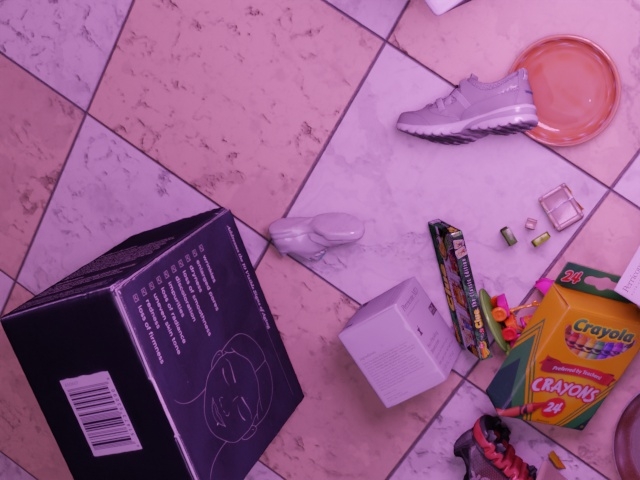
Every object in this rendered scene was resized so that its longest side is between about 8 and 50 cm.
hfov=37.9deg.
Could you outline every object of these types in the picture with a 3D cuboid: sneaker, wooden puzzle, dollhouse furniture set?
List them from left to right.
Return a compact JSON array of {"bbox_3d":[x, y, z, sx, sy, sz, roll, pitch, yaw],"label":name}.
[{"bbox_3d":[0.000,0.000,1.914,0.212,0.080,0.094,0,120,29],"label":"sneaker"},{"bbox_3d":[0.267,-0.243,1.698,0.281,0.105,0.115,-4,82,36],"label":"sneaker"},{"bbox_3d":[0.375,0.497,1.925,0.135,0.097,0.276,-35,91,28],"label":"sneaker"},{"bbox_3d":[0.416,-0.039,1.755,0.151,0.058,0.076,-33,87,9],"label":"dollhouse furniture set"},{"bbox_3d":[0.466,0.492,1.888,0.078,0.116,0.014,46,145,-11],"label":"wooden puzzle"}]

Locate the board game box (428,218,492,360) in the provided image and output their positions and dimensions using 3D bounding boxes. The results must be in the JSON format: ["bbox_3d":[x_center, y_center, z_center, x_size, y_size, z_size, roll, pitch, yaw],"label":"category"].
[{"bbox_3d":[0.269,0.093,1.803,0.030,0.136,0.260,-17,103,-6],"label":"board game box"}]

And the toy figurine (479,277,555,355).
[{"bbox_3d":[0.411,0.143,1.782,0.159,0.130,0.173,-23,110,17],"label":"toy figurine"}]

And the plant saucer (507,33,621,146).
[{"bbox_3d":[0.432,-0.268,1.658,0.199,0.037,0.200,7,111,18],"label":"plant saucer"}]

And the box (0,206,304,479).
[{"bbox_3d":[-0.310,0.248,1.892,0.297,0.472,0.480,-15,103,27],"label":"box"}]

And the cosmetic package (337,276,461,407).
[{"bbox_3d":[0.161,0.203,1.871,0.151,0.151,0.184,-31,97,27],"label":"cosmetic package"}]

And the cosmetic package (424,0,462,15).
[{"bbox_3d":[0.232,-0.616,1.444,0.327,0.329,0.394,-34,95,29],"label":"cosmetic package"}]

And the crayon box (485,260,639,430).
[{"bbox_3d":[0.472,0.203,1.735,0.202,0.081,0.319,13,119,-21],"label":"crayon box"}]

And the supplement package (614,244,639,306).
[{"bbox_3d":[0.680,0.082,1.551,0.293,0.175,0.178,35,113,29],"label":"supplement package"}]

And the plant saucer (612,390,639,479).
[{"bbox_3d":[0.714,0.399,1.756,0.310,0.050,0.311,5,101,26],"label":"plant saucer"}]
